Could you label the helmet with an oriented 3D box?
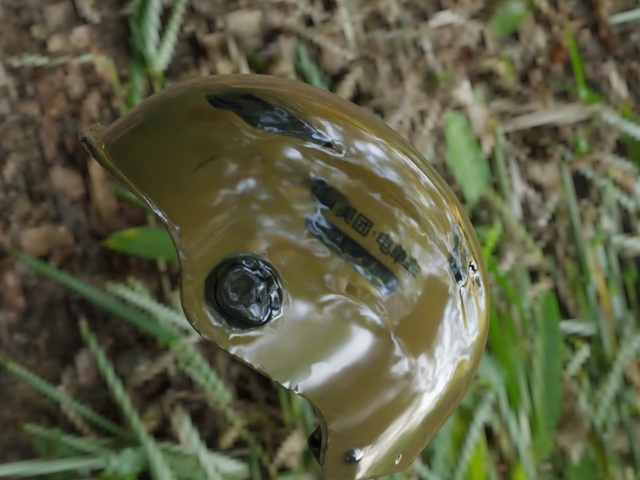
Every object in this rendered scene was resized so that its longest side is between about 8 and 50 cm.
[{"bbox_3d":[0.000,0.000,0.859,0.224,0.130,0.198,53,1,-9],"label":"helmet"}]
